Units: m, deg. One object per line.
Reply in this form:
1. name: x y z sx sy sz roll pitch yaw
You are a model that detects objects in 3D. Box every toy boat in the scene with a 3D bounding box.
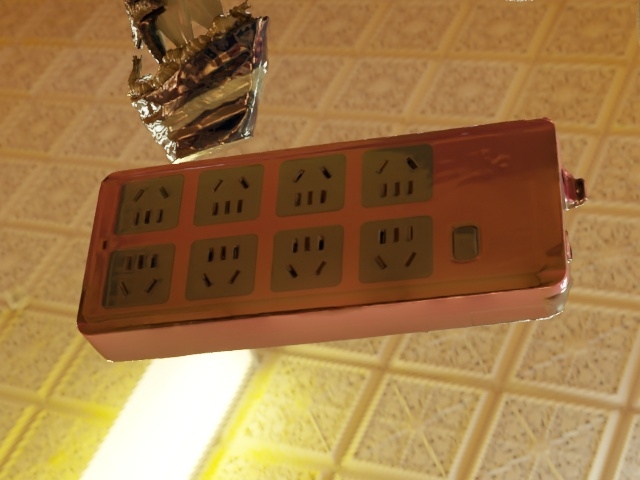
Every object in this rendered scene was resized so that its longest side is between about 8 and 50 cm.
1. toy boat: -0.125 -0.188 0.963 0.070 0.210 0.291 -15 -114 -33

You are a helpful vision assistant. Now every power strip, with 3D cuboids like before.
1. power strip: 0.000 0.000 0.643 0.279 0.037 0.109 -7 -126 14

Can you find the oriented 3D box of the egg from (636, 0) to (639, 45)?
1. egg: 0.332 -0.175 0.976 0.151 0.151 0.209 -15 -124 9
